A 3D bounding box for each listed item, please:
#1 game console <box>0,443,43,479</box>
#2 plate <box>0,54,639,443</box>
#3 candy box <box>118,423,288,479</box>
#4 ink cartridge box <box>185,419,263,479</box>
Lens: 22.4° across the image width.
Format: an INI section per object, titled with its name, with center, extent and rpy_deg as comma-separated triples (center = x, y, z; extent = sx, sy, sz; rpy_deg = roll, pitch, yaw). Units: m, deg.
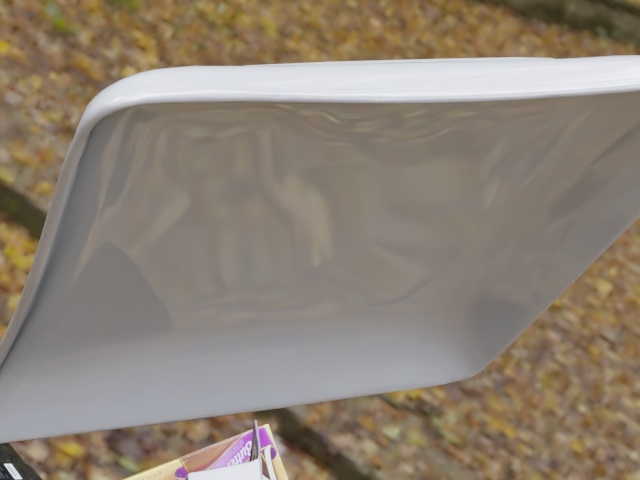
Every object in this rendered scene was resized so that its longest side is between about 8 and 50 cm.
[game console]
center = -0.183, 0.170, 0.947
extent = 0.213, 0.044, 0.361
rpy_deg = 9, 5, -24
[plate]
center = 0.000, 0.000, 0.686
extent = 0.277, 0.278, 0.045
rpy_deg = -5, 62, -26
[candy box]
center = -0.117, 0.262, 1.585
extent = 0.186, 0.053, 0.109
rpy_deg = -17, 84, -34
[ink cartridge box]
center = -0.068, 0.285, 1.091
extent = 0.069, 0.176, 0.371
rpy_deg = 6, 23, -5
